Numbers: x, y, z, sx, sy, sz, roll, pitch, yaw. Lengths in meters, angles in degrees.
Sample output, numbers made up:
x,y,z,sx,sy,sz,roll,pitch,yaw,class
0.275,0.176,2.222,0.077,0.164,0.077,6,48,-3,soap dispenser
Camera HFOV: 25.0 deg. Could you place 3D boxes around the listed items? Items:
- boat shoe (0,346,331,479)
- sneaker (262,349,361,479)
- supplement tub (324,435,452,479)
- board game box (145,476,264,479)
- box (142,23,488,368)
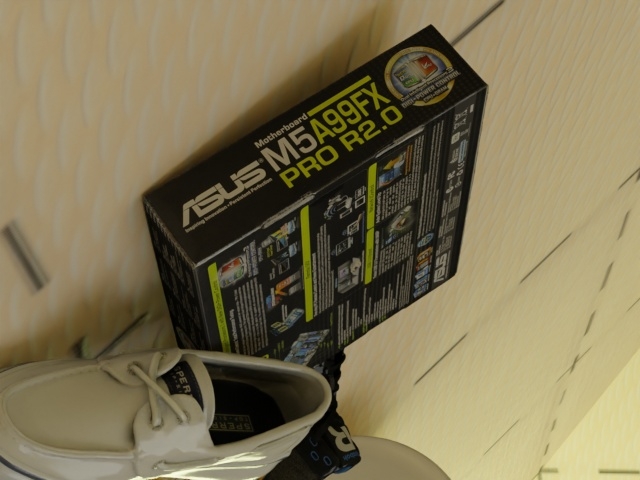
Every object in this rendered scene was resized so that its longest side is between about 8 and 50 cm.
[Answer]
x,y,z,sx,sy,sz,roll,pitch,yaw,class
-0.100,0.099,0.875,0.258,0.095,0.084,0,147,-49,boat shoe
0.003,0.117,1.153,0.217,0.121,0.079,-55,159,22,sneaker
0.065,0.349,1.561,0.241,0.241,0.331,-46,161,-3,supplement tub
-0.121,0.184,1.035,0.147,0.045,0.193,-8,150,-34,board game box
0.000,0.000,0.967,0.216,0.060,0.270,-32,157,-14,box
